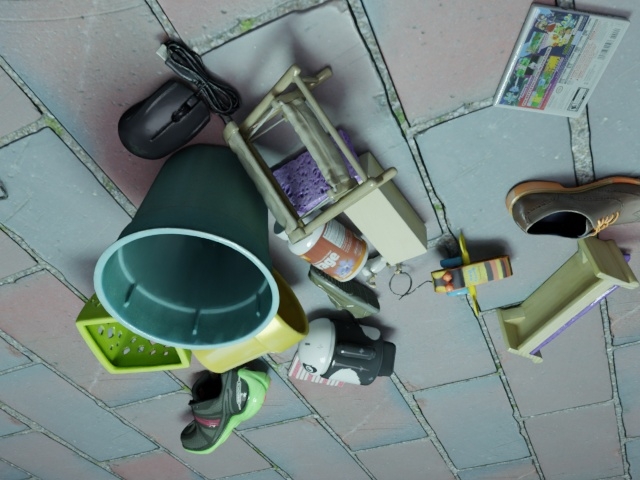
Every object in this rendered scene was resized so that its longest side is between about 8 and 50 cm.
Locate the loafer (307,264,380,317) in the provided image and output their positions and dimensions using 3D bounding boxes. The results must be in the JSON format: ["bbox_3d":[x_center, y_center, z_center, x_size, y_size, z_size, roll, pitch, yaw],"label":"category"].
[{"bbox_3d":[0.052,0.144,1.426,0.087,0.094,0.251,-38,122,25],"label":"loafer"}]

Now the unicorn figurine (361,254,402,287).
[{"bbox_3d":[0.134,0.065,1.358,0.162,0.111,0.060,-17,122,-3],"label":"unicorn figurine"}]

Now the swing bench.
[{"bbox_3d":[-0.037,-0.153,1.024,0.255,0.165,0.253,-34,89,27],"label":"swing bench"}]

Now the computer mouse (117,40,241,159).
[{"bbox_3d":[-0.312,-0.248,1.076,0.272,0.072,0.188,-33,126,27],"label":"computer mouse"}]

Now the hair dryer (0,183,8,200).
[{"bbox_3d":[-0.884,-0.142,1.197,0.224,0.080,0.293,-39,129,12],"label":"hair dryer"}]

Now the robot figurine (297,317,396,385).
[{"bbox_3d":[0.073,0.322,1.538,0.278,0.173,0.209,14,124,-13],"label":"robot figurine"}]

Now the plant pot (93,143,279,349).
[{"bbox_3d":[-0.247,-0.006,1.123,0.342,0.334,0.341,0,132,0],"label":"plant pot"}]

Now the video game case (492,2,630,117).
[{"bbox_3d":[0.452,-0.337,1.024,0.184,0.023,0.201,6,134,-6],"label":"video game case"}]

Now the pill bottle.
[{"bbox_3d":[0.000,0.000,1.273,0.216,0.121,0.121,33,125,-26],"label":"pill bottle"}]

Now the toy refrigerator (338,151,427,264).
[{"bbox_3d":[0.138,-0.069,1.230,0.102,0.094,0.269,-23,128,29],"label":"toy refrigerator"}]

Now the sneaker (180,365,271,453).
[{"bbox_3d":[-0.345,0.538,1.773,0.202,0.185,0.483,37,122,-7],"label":"sneaker"}]

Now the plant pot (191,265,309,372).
[{"bbox_3d":[-0.195,0.196,1.330,0.239,0.254,0.254,-37,125,9],"label":"plant pot"}]

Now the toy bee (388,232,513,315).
[{"bbox_3d":[0.340,0.101,1.318,0.298,0.162,0.195,-33,89,2],"label":"toy bee"}]

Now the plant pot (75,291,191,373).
[{"bbox_3d":[-0.459,0.195,1.399,0.228,0.207,0.227,-4,132,5],"label":"plant pot"}]

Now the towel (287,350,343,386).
[{"bbox_3d":[0.003,0.409,1.724,0.197,0.029,0.144,14,132,-9],"label":"towel"}]

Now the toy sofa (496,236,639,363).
[{"bbox_3d":[0.649,0.164,1.405,0.177,0.150,0.362,19,130,-15],"label":"toy sofa"}]

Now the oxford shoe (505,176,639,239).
[{"bbox_3d":[0.615,-0.055,1.210,0.364,0.132,0.129,-3,132,3],"label":"oxford shoe"}]

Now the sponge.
[{"bbox_3d":[-0.014,-0.136,1.152,0.210,0.117,0.031,-29,159,25],"label":"sponge"}]
